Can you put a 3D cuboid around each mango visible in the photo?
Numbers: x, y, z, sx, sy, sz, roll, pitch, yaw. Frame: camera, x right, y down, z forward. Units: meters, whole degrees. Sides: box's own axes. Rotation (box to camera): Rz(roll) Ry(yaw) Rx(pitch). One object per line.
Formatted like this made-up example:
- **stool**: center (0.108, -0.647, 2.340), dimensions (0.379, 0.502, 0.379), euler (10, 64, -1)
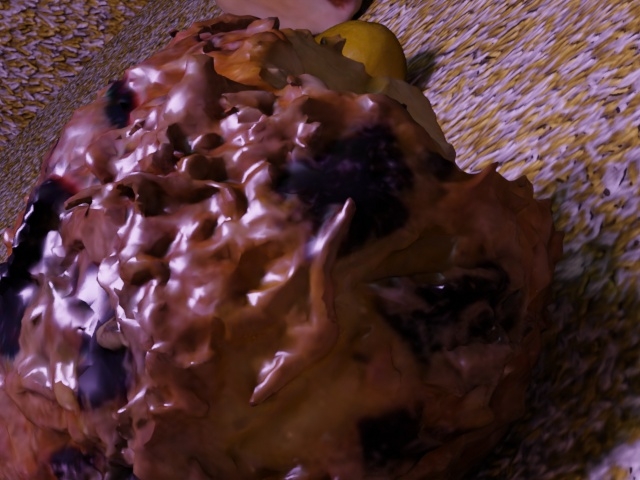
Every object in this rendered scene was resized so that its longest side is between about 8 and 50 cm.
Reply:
- **mango**: center (-0.004, -0.119, 1.798), dimensions (0.237, 0.091, 0.137), euler (-38, 16, 50)

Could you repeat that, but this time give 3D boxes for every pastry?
- **pastry**: center (-0.052, 0.043, 1.145), dimensions (0.337, 0.292, 0.405), euler (-52, 23, 6)

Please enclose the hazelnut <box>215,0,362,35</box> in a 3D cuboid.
- **hazelnut**: center (-0.016, -0.336, 2.162), dimensions (0.261, 0.241, 0.261), euler (-28, -6, -3)
